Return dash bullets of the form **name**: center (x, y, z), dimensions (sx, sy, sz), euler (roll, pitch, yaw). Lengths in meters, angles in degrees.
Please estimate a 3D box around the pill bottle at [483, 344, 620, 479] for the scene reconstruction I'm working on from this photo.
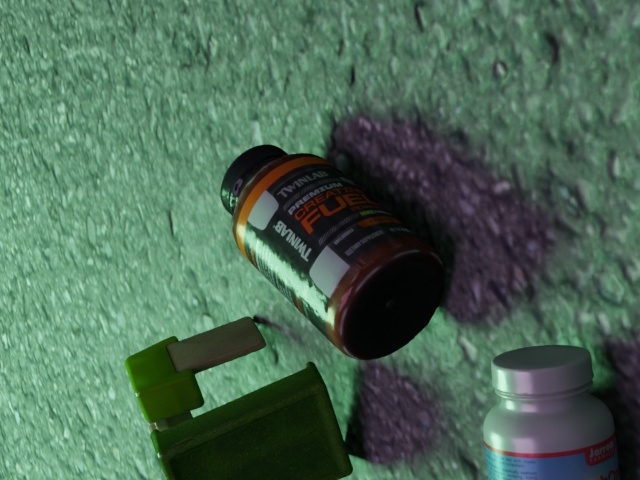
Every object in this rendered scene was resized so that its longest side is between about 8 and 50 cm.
- **pill bottle**: center (0.155, 0.155, 0.836), dimensions (0.087, 0.087, 0.160), euler (3, 104, 54)

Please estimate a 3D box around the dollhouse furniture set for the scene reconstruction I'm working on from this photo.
- **dollhouse furniture set**: center (-0.052, 0.241, 1.172), dimensions (0.197, 0.151, 0.301), euler (-131, 22, -64)

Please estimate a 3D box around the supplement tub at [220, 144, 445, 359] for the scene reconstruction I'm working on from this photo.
- **supplement tub**: center (0.000, 0.000, 0.988), dimensions (0.198, 0.106, 0.106), euler (41, 131, 39)
